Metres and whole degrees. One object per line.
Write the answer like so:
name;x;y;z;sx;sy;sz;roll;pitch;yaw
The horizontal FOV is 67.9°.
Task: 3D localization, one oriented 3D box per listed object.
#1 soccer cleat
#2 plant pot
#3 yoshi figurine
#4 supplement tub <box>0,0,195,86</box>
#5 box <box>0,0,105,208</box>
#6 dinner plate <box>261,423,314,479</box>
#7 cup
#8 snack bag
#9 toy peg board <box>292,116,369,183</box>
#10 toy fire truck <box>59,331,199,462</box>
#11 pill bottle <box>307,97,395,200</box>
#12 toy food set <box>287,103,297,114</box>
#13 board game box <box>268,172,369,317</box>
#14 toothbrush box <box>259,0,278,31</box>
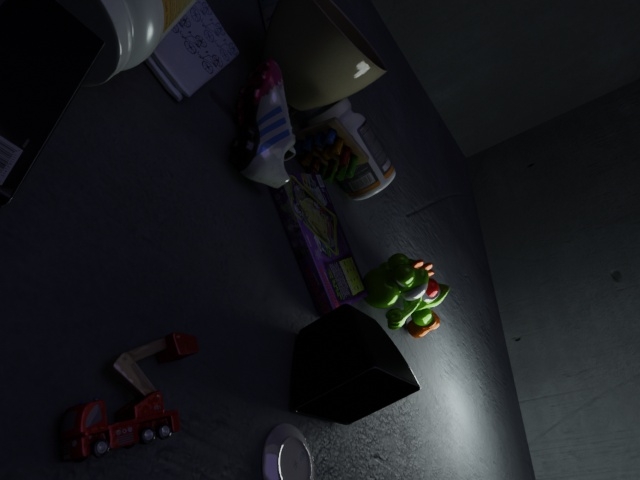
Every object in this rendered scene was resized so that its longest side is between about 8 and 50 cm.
soccer cleat;-0.118;-0.263;1.083;0.143;0.116;0.331;28;53;-36
plant pot;0.055;0.241;0.949;0.187;0.188;0.167;35;28;-44
yoshi figurine;0.221;0.153;1.350;0.203;0.203;0.362;-56;145;-12
supplement tub;-0.313;-0.400;0.707;0.228;0.228;0.316;47;43;-32
box;-0.357;-0.125;0.494;0.103;0.184;0.261;39;38;-37
dinner plate;-0.049;0.387;0.815;0.141;0.017;0.141;42;36;-40
cup;-0.021;-0.485;1.255;0.331;0.237;0.331;38;27;-23
snack bag;-0.327;-0.485;0.977;0.342;0.037;0.323;53;31;-23
toy peg board;0.014;-0.220;1.247;0.160;0.161;0.079;42;51;-38
toy fire truck;-0.236;0.191;0.608;0.192;0.047;0.135;12;58;-56
pill bottle;0.089;-0.270;1.393;0.278;0.162;0.162;56;30;-20
toy food set;-0.113;-0.393;1.295;0.122;0.019;0.078;49;31;-15
board game box;0.000;0.000;1.163;0.208;0.056;0.347;-11;78;-66
toothbrush box;-0.086;-0.747;1.494;0.216;0.126;0.295;15;56;-57
